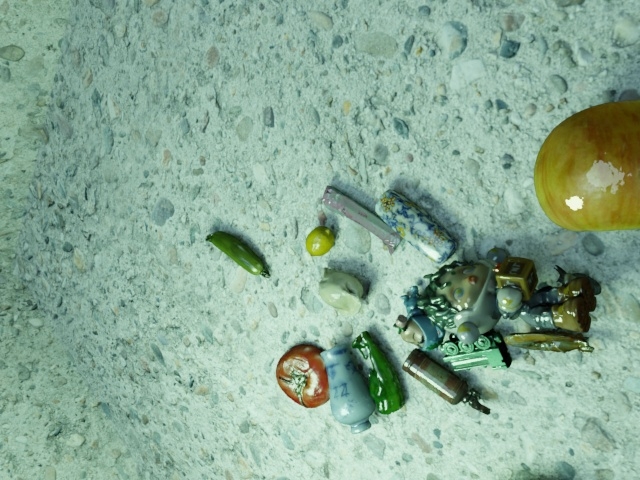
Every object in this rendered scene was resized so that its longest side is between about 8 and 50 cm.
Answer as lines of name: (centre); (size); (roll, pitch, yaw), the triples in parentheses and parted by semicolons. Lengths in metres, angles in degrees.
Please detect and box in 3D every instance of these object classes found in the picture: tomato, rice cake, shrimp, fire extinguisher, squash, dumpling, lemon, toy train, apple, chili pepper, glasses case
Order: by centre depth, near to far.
apple: (0.555, -0.135, 0.935); (0.286, 0.286, 0.232); (-5, 89, 38)
shrimp: (0.520, 0.233, 1.127); (0.188, 0.132, 0.051); (-5, 79, 25)
toy train: (0.396, 0.286, 1.269); (0.171, 0.071, 0.111); (-23, 93, 38)
glasses case: (0.251, -0.039, 1.308); (0.248, 0.065, 0.087); (43, 120, 24)
fire extinguisher: (0.335, 0.389, 1.312); (0.252, 0.106, 0.075); (33, 98, 28)
rice cake: (0.114, -0.061, 1.416); (0.290, 0.051, 0.081); (38, 119, 25)
chili pepper: (0.170, 0.389, 1.456); (0.099, 0.083, 0.253); (-34, 75, 46)
dumpling: (0.061, 0.158, 1.471); (0.199, 0.118, 0.136); (44, 156, 46)
lemon: (0.000, 0.000, 1.497); (0.082, 0.082, 0.110); (48, 124, 19)
tomato: (-0.063, 0.454, 1.633); (0.228, 0.101, 0.227); (6, 102, 33)
squash: (-0.298, 0.038, 1.735); (0.319, 0.071, 0.080); (30, 117, 29)

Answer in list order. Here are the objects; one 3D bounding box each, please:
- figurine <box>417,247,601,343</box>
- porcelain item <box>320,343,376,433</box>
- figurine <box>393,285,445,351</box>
figurine: (0.402, 0.132, 1.132); (0.382, 0.261, 0.186); (-5, 119, 47)
porcelain item: (0.083, 0.451, 1.502); (0.141, 0.141, 0.259); (-30, 73, 37)
figurine: (0.249, 0.215, 1.318); (0.114, 0.145, 0.178); (109, 151, -49)
